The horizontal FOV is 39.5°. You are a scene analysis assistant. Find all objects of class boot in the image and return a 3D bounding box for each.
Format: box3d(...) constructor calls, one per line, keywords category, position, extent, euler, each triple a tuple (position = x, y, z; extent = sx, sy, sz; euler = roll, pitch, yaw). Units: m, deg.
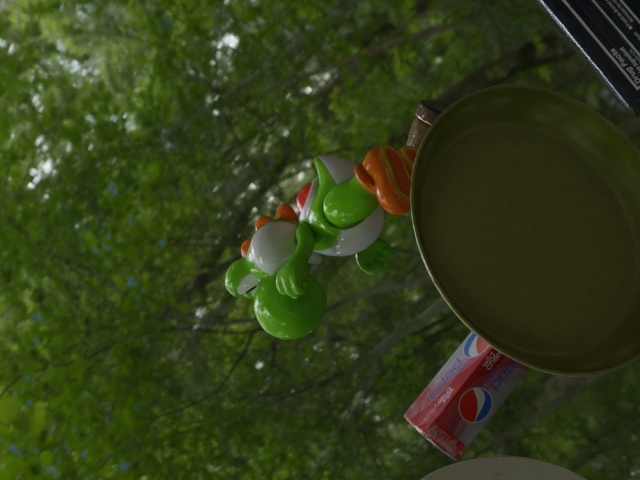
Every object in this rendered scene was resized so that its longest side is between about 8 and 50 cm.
box3d(category="boot", position=(0.266, -0.161, 1.567), extent=(0.305, 0.115, 0.112), euler=(6, -154, -37))

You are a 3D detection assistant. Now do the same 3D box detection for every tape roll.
box3d(category="tape roll", position=(0.330, 0.519, 1.595), extent=(0.392, 0.392, 0.072), euler=(-25, -65, -45))

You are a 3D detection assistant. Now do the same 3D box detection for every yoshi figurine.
box3d(category="yoshi figurine", position=(0.016, 0.023, 1.316), extent=(0.203, 0.362, 0.203), euler=(41, -149, -24))

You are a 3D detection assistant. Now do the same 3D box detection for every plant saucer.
box3d(category="plant saucer", position=(0.173, -0.008, 0.701), extent=(0.241, 0.037, 0.240), euler=(7, -112, -18))

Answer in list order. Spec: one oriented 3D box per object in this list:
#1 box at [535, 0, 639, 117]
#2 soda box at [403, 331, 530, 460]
box3d(category="box", position=(0.443, -0.370, 1.184), extent=(0.296, 0.294, 0.183), euler=(55, -162, 11))
box3d(category="soda box", position=(0.259, 0.224, 1.464), extent=(0.083, 0.092, 0.263), euler=(41, -94, -19))
